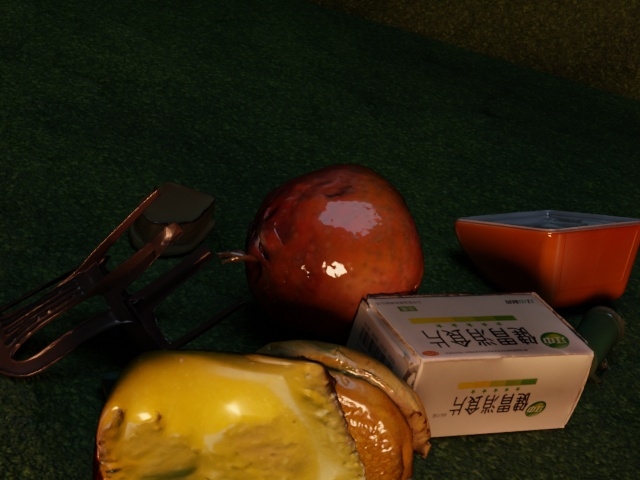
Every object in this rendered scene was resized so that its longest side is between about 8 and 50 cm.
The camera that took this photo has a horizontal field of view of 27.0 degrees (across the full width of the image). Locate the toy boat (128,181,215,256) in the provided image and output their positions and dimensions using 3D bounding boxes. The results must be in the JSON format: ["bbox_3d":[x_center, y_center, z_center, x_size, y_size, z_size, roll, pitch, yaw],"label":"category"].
[{"bbox_3d":[-0.252,-0.034,2.233,0.116,0.061,0.188,20,27,10],"label":"toy boat"}]

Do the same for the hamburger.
[{"bbox_3d":[0.012,0.209,1.714,0.283,0.157,0.144,13,26,0],"label":"hamburger"}]

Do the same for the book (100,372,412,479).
[{"bbox_3d":[-0.088,0.259,1.772,0.379,0.031,0.264,3,28,-24],"label":"book"}]

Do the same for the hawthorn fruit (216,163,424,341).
[{"bbox_3d":[-0.011,0.024,2.022,0.307,0.276,0.276,-6,33,-31],"label":"hawthorn fruit"}]

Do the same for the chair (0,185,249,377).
[{"bbox_3d":[-0.298,0.100,1.886,0.326,0.183,0.175,-37,40,-1],"label":"chair"}]

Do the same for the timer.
[{"bbox_3d":[0.405,0.008,2.406,0.257,0.161,0.250,-6,24,-35],"label":"timer"}]

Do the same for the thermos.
[{"bbox_3d":[0.436,0.178,2.183,0.073,0.083,0.187,4,20,29],"label":"thermos"}]

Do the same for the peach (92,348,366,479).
[{"bbox_3d":[-0.090,0.288,1.485,0.306,0.242,0.380,-16,49,-13],"label":"peach"}]

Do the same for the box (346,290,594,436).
[{"bbox_3d":[0.213,0.180,1.964,0.333,0.145,0.173,0,28,-29],"label":"box"}]
